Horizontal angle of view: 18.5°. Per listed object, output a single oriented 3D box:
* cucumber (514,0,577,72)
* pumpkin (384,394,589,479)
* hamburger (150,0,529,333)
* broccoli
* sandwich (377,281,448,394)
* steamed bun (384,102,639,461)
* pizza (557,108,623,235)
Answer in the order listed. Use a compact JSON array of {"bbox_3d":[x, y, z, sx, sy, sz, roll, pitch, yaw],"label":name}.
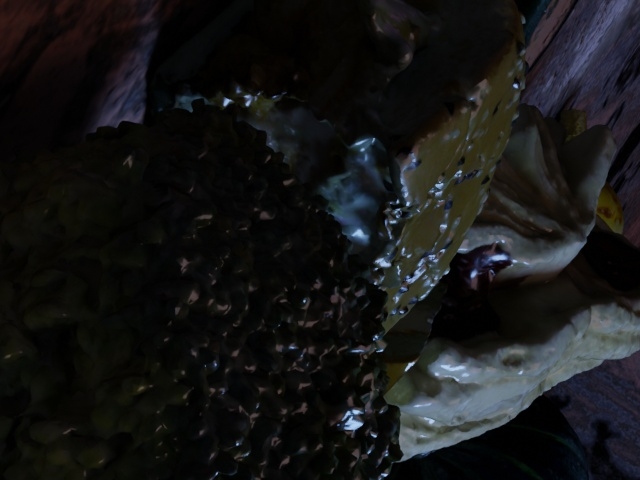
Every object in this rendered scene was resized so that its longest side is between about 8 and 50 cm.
[{"bbox_3d":[0.220,-0.257,1.651,0.284,0.056,0.056,-60,166,4],"label":"cucumber"},{"bbox_3d":[0.136,0.270,2.097,0.315,0.315,0.238,-48,139,-31],"label":"pumpkin"},{"bbox_3d":[0.014,-0.061,1.137,0.192,0.167,0.288,-46,163,-29],"label":"hamburger"},{"bbox_3d":[-0.082,0.053,0.935,0.288,0.260,0.235,-23,131,-70],"label":"broccoli"},{"bbox_3d":[0.016,0.128,1.508,0.117,0.144,0.187,-61,155,-54],"label":"sandwich"},{"bbox_3d":[0.159,0.011,1.703,0.428,0.247,0.189,-17,156,-44],"label":"steamed bun"},{"bbox_3d":[0.302,-0.044,2.211,0.188,0.080,0.204,-8,97,-85],"label":"pizza"}]
